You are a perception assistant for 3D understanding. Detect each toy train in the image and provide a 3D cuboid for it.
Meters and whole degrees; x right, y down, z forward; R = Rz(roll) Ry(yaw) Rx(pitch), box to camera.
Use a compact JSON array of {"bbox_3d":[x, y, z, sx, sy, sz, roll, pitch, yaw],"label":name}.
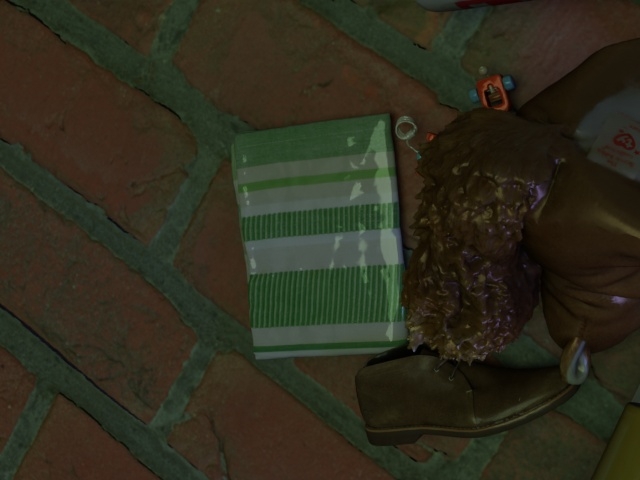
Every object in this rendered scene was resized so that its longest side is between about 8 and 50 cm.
[{"bbox_3d":[0.187,-0.144,1.623,0.166,0.046,0.125,-23,85,23],"label":"toy train"}]

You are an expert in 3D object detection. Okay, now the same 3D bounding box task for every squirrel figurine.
[{"bbox_3d":[0.273,0.000,1.429,0.397,0.370,0.281,-7,58,-6],"label":"squirrel figurine"}]

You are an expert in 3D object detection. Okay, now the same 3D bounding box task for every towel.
[{"bbox_3d":[0.000,0.000,1.734,0.248,0.038,0.324,-4,94,25],"label":"towel"}]

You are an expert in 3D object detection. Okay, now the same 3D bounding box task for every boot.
[{"bbox_3d":[0.180,0.187,1.625,0.305,0.112,0.115,-13,100,28],"label":"boot"}]

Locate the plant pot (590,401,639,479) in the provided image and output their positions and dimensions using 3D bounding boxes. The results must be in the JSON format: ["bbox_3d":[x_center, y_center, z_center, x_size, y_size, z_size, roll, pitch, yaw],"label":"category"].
[{"bbox_3d":[0.399,0.318,1.424,0.254,0.254,0.239,13,89,23],"label":"plant pot"}]

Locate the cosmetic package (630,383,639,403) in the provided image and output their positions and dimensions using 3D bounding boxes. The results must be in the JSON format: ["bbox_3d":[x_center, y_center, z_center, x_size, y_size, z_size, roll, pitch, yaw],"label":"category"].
[{"bbox_3d":[0.425,0.228,1.550,0.099,0.060,0.239,27,107,19],"label":"cosmetic package"}]

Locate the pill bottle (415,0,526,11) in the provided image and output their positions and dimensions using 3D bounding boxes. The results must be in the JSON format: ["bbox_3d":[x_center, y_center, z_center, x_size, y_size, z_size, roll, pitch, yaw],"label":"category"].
[{"bbox_3d":[0.296,-0.396,1.435,0.408,0.229,0.229,-3,96,25],"label":"pill bottle"}]
